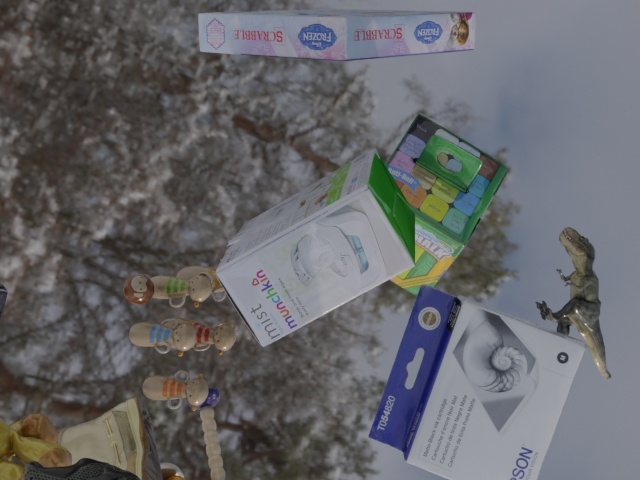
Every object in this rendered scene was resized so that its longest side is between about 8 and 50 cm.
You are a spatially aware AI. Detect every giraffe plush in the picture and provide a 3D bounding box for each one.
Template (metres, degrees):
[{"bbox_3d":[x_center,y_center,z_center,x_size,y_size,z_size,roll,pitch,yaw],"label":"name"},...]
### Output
[{"bbox_3d":[-0.459,0.256,1.425,0.210,0.170,0.181,19,-130,41],"label":"giraffe plush"}]

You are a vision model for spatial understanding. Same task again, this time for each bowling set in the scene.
[{"bbox_3d":[-0.244,0.138,1.864,0.154,0.200,0.287,2,-114,25],"label":"bowling set"}]

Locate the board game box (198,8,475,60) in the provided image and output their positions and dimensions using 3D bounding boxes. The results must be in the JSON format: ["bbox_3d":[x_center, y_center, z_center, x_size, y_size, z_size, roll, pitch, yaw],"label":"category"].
[{"bbox_3d":[0.027,-0.333,1.708,0.318,0.318,0.066,13,-71,43],"label":"board game box"}]

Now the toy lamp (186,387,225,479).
[{"bbox_3d":[-0.207,0.432,2.112,0.080,0.080,0.275,-35,-121,40],"label":"toy lamp"}]

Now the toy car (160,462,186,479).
[{"bbox_3d":[-0.340,0.519,2.063,0.182,0.136,0.159,-52,-148,18],"label":"toy car"}]

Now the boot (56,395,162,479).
[{"bbox_3d":[-0.392,0.416,1.895,0.203,0.095,0.262,-20,-133,2],"label":"boot"}]

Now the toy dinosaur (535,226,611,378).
[{"bbox_3d":[0.393,0.119,1.663,0.064,0.118,0.268,29,-44,64],"label":"toy dinosaur"}]

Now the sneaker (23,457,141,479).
[{"bbox_3d":[-0.269,0.303,1.036,0.130,0.087,0.227,29,-123,18],"label":"sneaker"}]

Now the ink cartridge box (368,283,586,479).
[{"bbox_3d":[0.191,0.193,1.342,0.224,0.045,0.223,19,-85,16],"label":"ink cartridge box"}]

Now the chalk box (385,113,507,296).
[{"bbox_3d":[0.174,-0.065,1.753,0.179,0.180,0.289,-56,175,-28],"label":"chalk box"}]

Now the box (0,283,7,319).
[{"bbox_3d":[-0.765,0.180,1.927,0.182,0.294,0.296,30,-74,46],"label":"box"}]

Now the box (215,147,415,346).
[{"bbox_3d":[0.000,0.000,1.449,0.231,0.127,0.262,-30,-169,11],"label":"box"}]
